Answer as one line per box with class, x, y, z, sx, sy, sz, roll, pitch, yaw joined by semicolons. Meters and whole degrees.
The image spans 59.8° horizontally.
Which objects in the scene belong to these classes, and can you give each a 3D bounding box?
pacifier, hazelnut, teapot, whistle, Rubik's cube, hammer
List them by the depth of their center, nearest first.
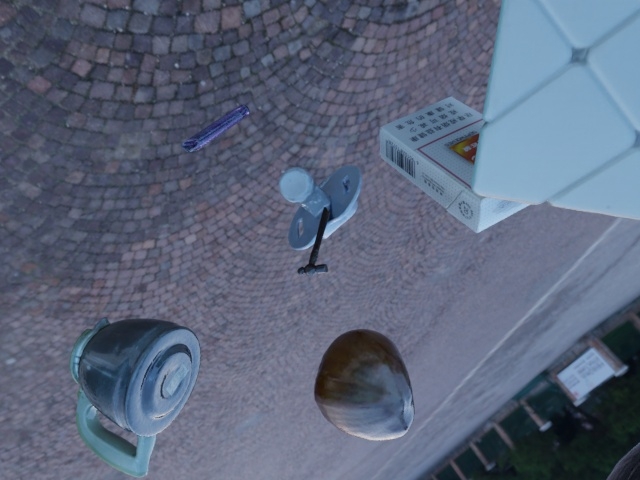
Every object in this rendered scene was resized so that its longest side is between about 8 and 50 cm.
Rubik's cube;0.369;-0.211;0.641;0.316;0.319;0.321;-41;138;-63
hazelnut;0.080;0.277;1.054;0.187;0.210;0.210;-6;155;9
hammer;0.000;0.000;1.176;0.065;0.178;0.021;-4;141;25
whistle;-0.229;-0.246;1.226;0.176;0.033;0.033;-40;156;-22
teapot;-0.416;0.311;1.235;0.239;0.240;0.321;-46;142;-51
pacifier;-0.024;-0.115;1.450;0.207;0.227;0.279;32;120;-31

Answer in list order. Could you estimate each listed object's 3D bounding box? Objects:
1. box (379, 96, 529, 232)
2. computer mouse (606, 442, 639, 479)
box;0.305;-0.174;1.190;0.210;0.330;0.095;-27;135;-18
computer mouse;0.420;0.300;0.675;0.270;0.086;0.137;-39;175;-14
